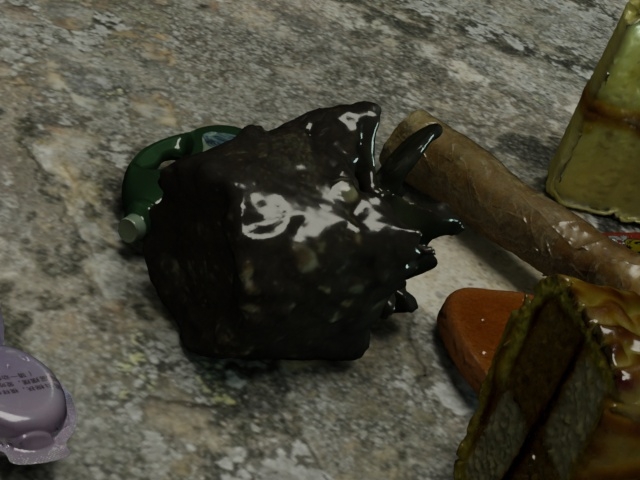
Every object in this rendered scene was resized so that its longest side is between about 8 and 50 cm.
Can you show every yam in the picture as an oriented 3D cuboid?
[{"bbox_3d":[0.206,-0.023,1.563,0.356,0.081,0.081,36,33,31],"label":"yam"}]

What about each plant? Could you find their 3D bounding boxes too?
[{"bbox_3d":[0.000,0.000,1.326,0.276,0.199,0.188,-13,51,-39],"label":"plant"}]

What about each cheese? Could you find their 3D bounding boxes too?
[{"bbox_3d":[-0.244,0.101,1.144,0.105,0.042,0.191,-2,38,-37],"label":"cheese"}]

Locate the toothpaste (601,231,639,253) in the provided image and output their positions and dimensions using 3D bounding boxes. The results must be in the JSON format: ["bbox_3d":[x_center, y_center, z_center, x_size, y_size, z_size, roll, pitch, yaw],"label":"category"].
[{"bbox_3d":[0.369,0.021,1.661,0.234,0.057,0.089,-2,40,-22],"label":"toothpaste"}]

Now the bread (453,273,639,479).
[{"bbox_3d":[0.191,0.149,1.177,0.096,0.222,0.181,13,22,-22],"label":"bread"}]

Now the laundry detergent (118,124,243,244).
[{"bbox_3d":[-0.122,-0.046,1.435,0.137,0.063,0.211,33,34,21],"label":"laundry detergent"}]

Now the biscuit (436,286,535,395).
[{"bbox_3d":[0.203,0.111,1.414,0.192,0.036,0.186,7,30,-27],"label":"biscuit"}]

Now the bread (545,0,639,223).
[{"bbox_3d":[0.403,-0.122,1.698,0.236,0.263,0.198,32,35,15],"label":"bread"}]
